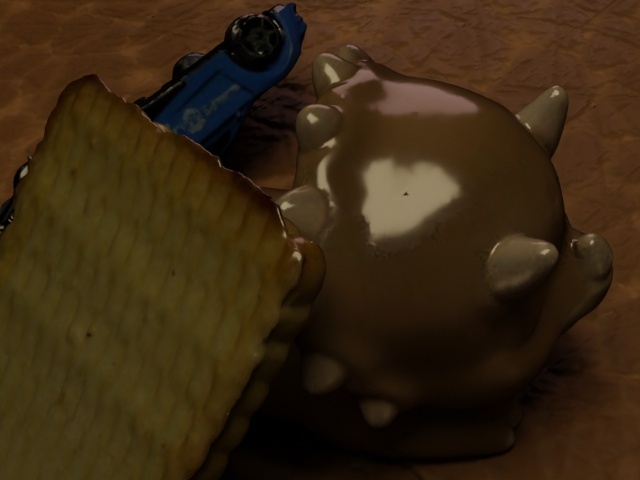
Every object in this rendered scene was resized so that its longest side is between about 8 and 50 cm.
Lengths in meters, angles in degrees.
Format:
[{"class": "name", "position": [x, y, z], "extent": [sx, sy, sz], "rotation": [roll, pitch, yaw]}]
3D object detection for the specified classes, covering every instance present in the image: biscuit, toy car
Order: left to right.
[{"class": "biscuit", "position": [-0.105, 0.070, 0.608], "extent": [0.172, 0.029, 0.255], "rotation": [37, 103, 38]}, {"class": "toy car", "position": [-0.086, -0.060, 0.796], "extent": [0.216, 0.063, 0.103], "rotation": [-39, 9, -26]}]

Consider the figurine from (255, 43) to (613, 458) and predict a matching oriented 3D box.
[{"class": "figurine", "position": [0.005, -0.002, 0.659], "extent": [0.247, 0.173, 0.177], "rotation": [19, 54, 25]}]
